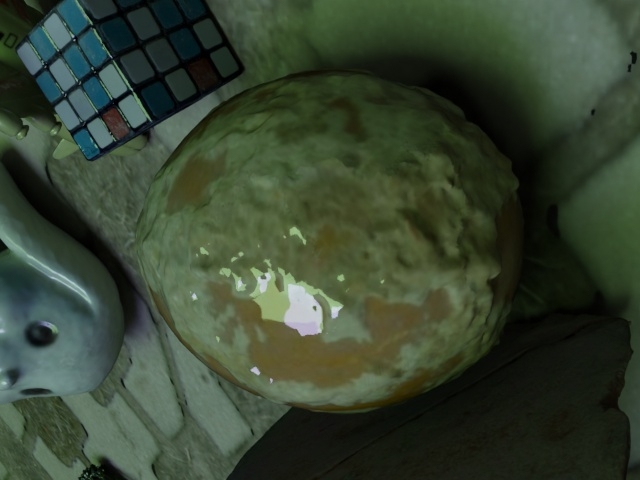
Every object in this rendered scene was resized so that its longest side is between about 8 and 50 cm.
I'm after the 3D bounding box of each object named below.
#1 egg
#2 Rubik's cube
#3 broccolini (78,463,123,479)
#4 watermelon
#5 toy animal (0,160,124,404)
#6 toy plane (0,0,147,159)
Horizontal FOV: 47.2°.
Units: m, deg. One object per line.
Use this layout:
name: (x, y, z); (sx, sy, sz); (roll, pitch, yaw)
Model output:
egg: (0.000, 0.000, 0.415); (0.233, 0.195, 0.194); (-10, 114, 45)
Rubik's cube: (-0.130, -0.123, 0.499); (0.092, 0.092, 0.092); (-17, 108, 45)
broccolini: (-0.245, 0.351, 0.999); (0.216, 0.058, 0.067); (4, 164, 29)
watermelon: (0.090, 0.194, 0.437); (0.319, 0.292, 0.222); (-26, 99, 38)
toy animal: (-0.343, 0.062, 0.762); (0.289, 0.174, 0.249); (47, 126, 2)
toy plane: (-0.232, -0.133, 0.537); (0.092, 0.229, 0.244); (-29, 133, 19)
